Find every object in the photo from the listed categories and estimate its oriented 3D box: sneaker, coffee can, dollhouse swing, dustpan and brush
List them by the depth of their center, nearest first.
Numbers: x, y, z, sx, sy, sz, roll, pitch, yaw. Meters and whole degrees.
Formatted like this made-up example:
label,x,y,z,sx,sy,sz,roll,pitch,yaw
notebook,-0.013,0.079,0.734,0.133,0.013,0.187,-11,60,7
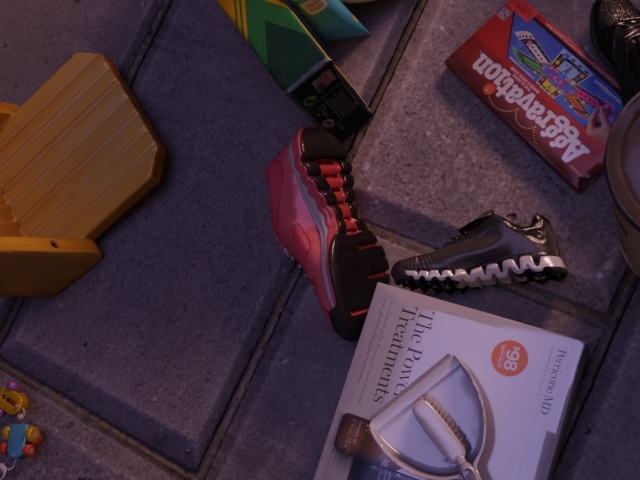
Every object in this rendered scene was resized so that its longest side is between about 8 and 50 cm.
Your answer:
label,x,y,z,sx,sy,sz,roll,pitch,yaw
coffee can,0.441,-0.053,1.033,0.201,0.275,0.201,-5,74,20
dustpan and brush,0.162,0.254,1.071,0.147,0.060,0.211,-40,66,5
sneaker,0.420,-0.259,1.165,0.087,0.130,0.227,-6,60,-1
sneaker,0.211,0.013,1.216,0.234,0.078,0.106,-6,71,15
sneaker,0.000,0.000,1.299,0.136,0.116,0.314,-28,72,44
dollhouse swing,-0.484,-0.137,1.414,0.305,0.315,0.347,-46,63,26

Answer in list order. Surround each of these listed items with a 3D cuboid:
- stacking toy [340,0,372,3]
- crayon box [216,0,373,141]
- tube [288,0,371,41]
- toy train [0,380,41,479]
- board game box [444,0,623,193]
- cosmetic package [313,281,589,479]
label,x,y,z,sx,sy,sz,roll,pitch,yaw
stacking toy,-0.005,-0.617,1.390,0.350,0.350,0.480,-41,47,6
crayon box,-0.064,-0.309,1.337,0.081,0.202,0.318,-38,65,8
tube,0.005,-0.335,1.313,0.080,0.207,0.052,1,80,21
toy train,-0.506,0.297,1.428,0.125,0.046,0.166,-41,63,8
board game box,0.319,-0.211,1.260,0.145,0.027,0.281,-43,65,6
cosmetic package,0.155,0.273,1.156,0.284,0.097,0.377,15,81,21
